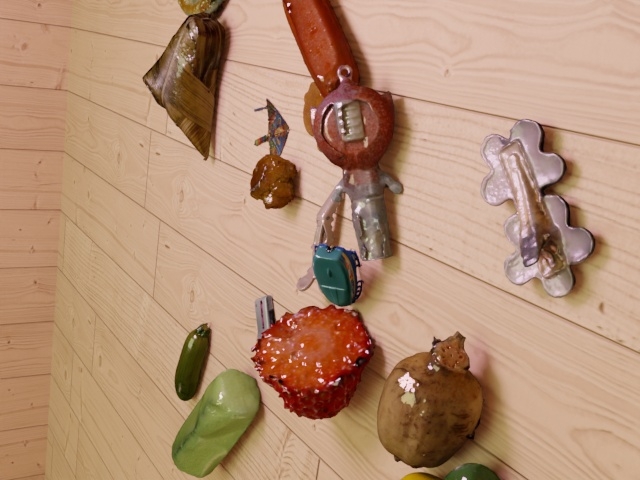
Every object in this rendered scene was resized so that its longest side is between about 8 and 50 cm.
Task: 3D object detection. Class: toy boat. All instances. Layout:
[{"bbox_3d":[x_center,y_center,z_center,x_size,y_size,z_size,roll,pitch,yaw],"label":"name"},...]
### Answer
[{"bbox_3d":[0.045,0.055,1.452,0.091,0.110,0.175,9,138,23],"label":"toy boat"}]

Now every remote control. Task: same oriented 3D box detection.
[{"bbox_3d":[-0.124,0.209,1.764,0.065,0.029,0.166,-24,70,56],"label":"remote control"}]

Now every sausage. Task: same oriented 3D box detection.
[{"bbox_3d":[-0.004,-0.396,1.502,0.102,0.102,0.330,-53,48,44],"label":"sausage"}]

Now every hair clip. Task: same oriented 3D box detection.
[{"bbox_3d":[0.290,-0.044,1.084,0.146,0.075,0.257,-38,53,49],"label":"hair clip"},{"bbox_3d":[0.000,0.000,1.528,0.034,0.072,0.226,27,113,50],"label":"hair clip"}]

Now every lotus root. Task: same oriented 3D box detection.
[{"bbox_3d":[0.169,0.268,1.218,0.154,0.140,0.257,20,126,14],"label":"lotus root"}]

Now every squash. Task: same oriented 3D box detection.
[{"bbox_3d":[-0.346,0.329,2.076,0.069,0.069,0.258,48,130,46],"label":"squash"}]

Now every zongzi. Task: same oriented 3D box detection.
[{"bbox_3d":[-0.297,-0.382,1.945,0.286,0.134,0.288,-43,69,44],"label":"zongzi"}]

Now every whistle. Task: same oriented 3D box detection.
[{"bbox_3d":[0.069,-0.137,1.375,0.134,0.142,0.346,-176,76,-82],"label":"whistle"}]

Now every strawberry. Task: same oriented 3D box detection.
[{"bbox_3d":[0.003,0.245,1.477,0.234,0.234,0.178,46,158,47],"label":"strawberry"}]

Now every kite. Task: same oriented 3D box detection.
[{"bbox_3d":[-0.113,-0.234,1.751,0.160,0.010,0.183,-9,84,57],"label":"kite"}]

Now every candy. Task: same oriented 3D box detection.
[{"bbox_3d":[-0.256,0.446,1.901,0.343,0.132,0.142,-55,5,40],"label":"candy"}]

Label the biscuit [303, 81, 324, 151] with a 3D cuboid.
[{"bbox_3d":[0.016,-0.238,1.536,0.184,0.027,0.133,27,113,55],"label":"biscuit"}]

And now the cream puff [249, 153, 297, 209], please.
[{"bbox_3d":[-0.097,-0.124,1.663,0.116,0.094,0.122,-56,23,37],"label":"cream puff"}]

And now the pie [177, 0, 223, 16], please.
[{"bbox_3d":[-0.290,-0.700,1.963,0.302,0.067,0.302,5,96,56],"label":"pie"}]

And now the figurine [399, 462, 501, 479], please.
[{"bbox_3d":[0.197,0.443,1.205,0.234,0.127,0.185,-36,75,41],"label":"figurine"}]
